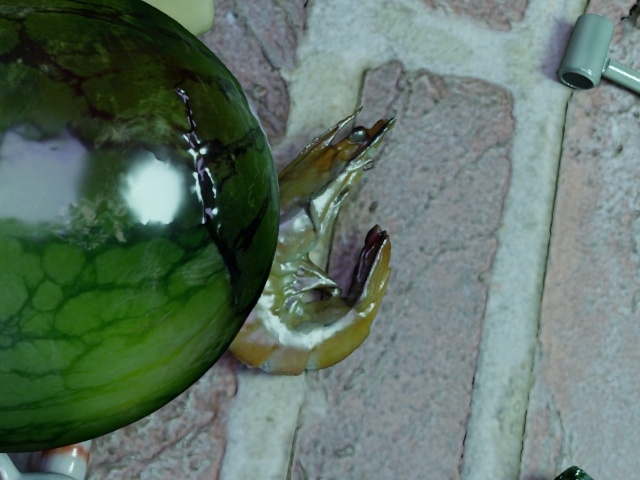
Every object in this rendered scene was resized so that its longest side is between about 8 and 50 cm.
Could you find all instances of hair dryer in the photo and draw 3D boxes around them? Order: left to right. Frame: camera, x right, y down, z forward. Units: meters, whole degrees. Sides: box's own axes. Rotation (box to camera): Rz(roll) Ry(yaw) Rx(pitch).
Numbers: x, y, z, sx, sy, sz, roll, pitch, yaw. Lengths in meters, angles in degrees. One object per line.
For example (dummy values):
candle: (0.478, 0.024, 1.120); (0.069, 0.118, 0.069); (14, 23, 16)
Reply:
hair dryer: (0.283, -0.156, 1.163); (0.124, 0.038, 0.063); (23, 75, -11)

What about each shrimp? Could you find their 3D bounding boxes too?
shrimp: (0.000, 0.000, 1.065); (0.150, 0.068, 0.248); (31, 80, -16)

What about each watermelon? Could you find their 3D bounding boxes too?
watermelon: (-0.209, -0.016, 0.887); (0.363, 0.363, 0.363); (2, 78, -10)

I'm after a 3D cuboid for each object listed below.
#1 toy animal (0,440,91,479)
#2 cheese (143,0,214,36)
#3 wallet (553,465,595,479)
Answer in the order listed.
toy animal: (-0.203, 0.242, 0.932); (0.140, 0.138, 0.282); (17, 78, -48)
cheese: (-0.204, -0.344, 0.947); (0.104, 0.384, 0.384); (-28, 85, -10)
wallet: (0.188, 0.320, 1.037); (0.160, 0.055, 0.236); (43, 82, -2)
